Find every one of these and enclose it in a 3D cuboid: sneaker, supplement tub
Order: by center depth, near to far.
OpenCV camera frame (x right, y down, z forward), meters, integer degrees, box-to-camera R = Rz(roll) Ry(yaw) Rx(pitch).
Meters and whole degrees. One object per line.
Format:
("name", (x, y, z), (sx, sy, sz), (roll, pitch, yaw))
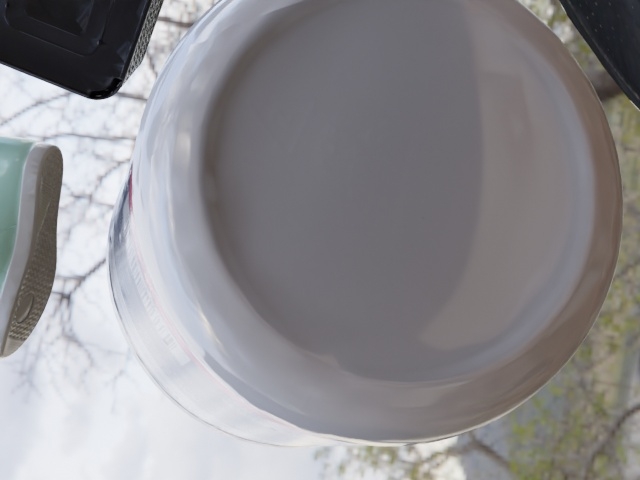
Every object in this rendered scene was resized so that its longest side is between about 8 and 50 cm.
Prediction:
("supplement tub", (0.000, 0.000, 0.563), (0.272, 0.191, 0.191), (144, 140, -74))
("sneaker", (-0.384, 0.000, 1.383), (0.094, 0.151, 0.256), (-31, -47, -73))

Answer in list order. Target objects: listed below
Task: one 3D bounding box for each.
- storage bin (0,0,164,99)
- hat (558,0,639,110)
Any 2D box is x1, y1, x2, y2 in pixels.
("storage bin", (-0.173, -0.209, 0.890), (0.084, 0.122, 0.180), (-82, 14, -69))
("hat", (0.088, -0.144, 0.248), (0.331, 0.134, 0.331), (53, -172, -11))
